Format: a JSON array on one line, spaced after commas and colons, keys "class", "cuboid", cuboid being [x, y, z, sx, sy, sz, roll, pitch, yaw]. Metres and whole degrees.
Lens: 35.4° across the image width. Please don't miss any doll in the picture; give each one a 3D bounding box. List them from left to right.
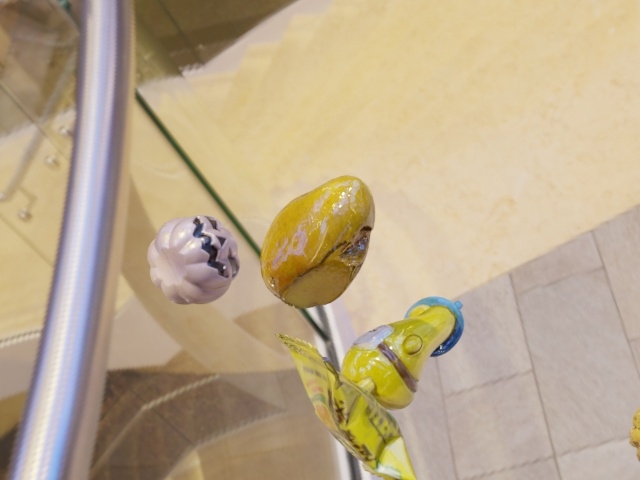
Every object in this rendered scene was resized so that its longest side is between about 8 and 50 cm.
[{"class": "doll", "cuboid": [0.145, 0.201, 1.763, 0.363, 0.145, 0.199, -35, -5, -38]}]

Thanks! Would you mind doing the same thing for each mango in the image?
[{"class": "mango", "cuboid": [0.000, 0.000, 1.536, 0.262, 0.130, 0.167, -40, 53, 49]}]

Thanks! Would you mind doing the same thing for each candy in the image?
[{"class": "candy", "cuboid": [0.049, 0.258, 1.481, 0.081, 0.297, 0.187, -39, 23, -17]}]

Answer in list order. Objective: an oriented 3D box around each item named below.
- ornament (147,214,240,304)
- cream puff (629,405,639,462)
[{"class": "ornament", "cuboid": [-0.239, 0.036, 1.936, 0.177, 0.177, 0.178, -16, 48, 18]}, {"class": "cream puff", "cuboid": [0.486, 0.233, 1.291, 0.189, 0.189, 0.130, -15, 79, 19]}]
